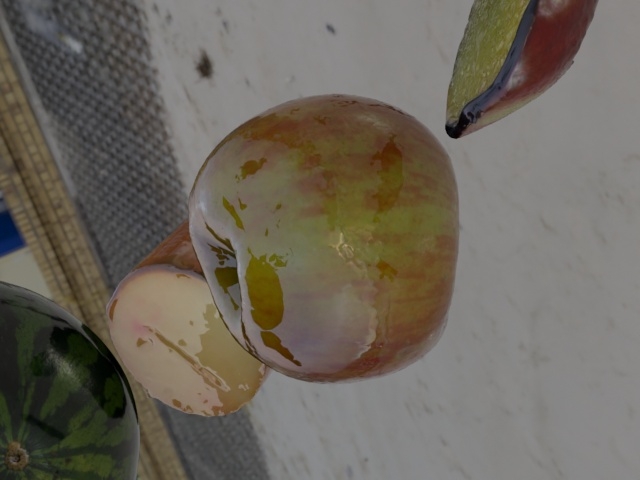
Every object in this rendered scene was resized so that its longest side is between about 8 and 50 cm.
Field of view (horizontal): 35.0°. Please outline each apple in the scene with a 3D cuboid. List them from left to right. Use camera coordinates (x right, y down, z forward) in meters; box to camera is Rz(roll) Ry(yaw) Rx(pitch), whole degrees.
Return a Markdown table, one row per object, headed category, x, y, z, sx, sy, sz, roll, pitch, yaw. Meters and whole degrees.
| category | x | y | z | sx | sy | sz | roll | pitch | yaw |
| --- | --- | --- | --- | --- | --- | --- | --- | --- | --- |
| apple | 0.000 | 0.000 | 1.010 | 0.302 | 0.301 | 0.301 | 59 | 165 | 26 |

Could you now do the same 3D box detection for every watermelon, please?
| category | x | y | z | sx | sy | sz | roll | pitch | yaw |
| --- | --- | --- | --- | --- | --- | --- | --- | --- | --- |
| watermelon | -0.295 | 0.176 | 0.848 | 0.285 | 0.285 | 0.285 | 59 | 165 | 26 |

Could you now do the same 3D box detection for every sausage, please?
| category | x | y | z | sx | sy | sz | roll | pitch | yaw |
| --- | --- | --- | --- | --- | --- | --- | --- | --- | --- |
| sausage | -0.119 | 0.065 | 1.389 | 0.287 | 0.233 | 0.233 | -55 | -48 | -54 |

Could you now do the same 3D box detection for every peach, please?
| category | x | y | z | sx | sy | sz | roll | pitch | yaw |
| --- | --- | --- | --- | --- | --- | --- | --- | --- | --- |
| peach | 0.165 | -0.180 | 0.816 | 0.189 | 0.068 | 0.279 | -55 | 13 | 47 |
